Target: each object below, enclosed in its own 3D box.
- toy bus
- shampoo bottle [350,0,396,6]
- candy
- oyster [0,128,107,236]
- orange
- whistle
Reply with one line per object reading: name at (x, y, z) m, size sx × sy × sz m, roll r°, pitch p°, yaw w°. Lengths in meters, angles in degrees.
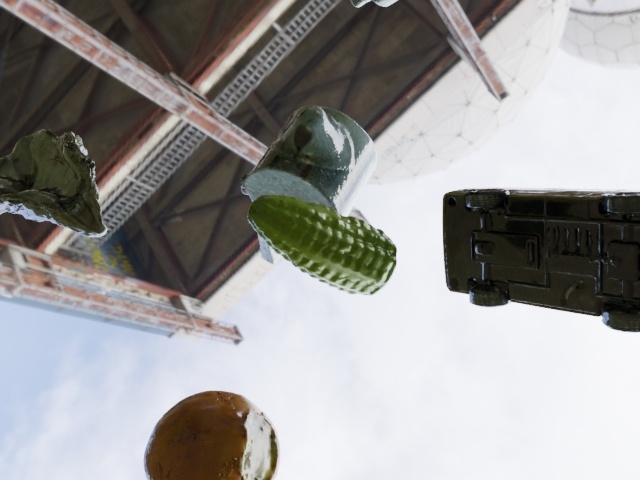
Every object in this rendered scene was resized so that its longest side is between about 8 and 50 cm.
toy bus at (0.355, 0.004, 0.935) m, size 0.365 × 0.202 × 0.176 m, roll 8°, pitch -76°, yaw 49°
shampoo bottle at (0.152, -0.470, 1.134) m, size 0.262 × 0.085 × 0.085 m, roll -22°, pitch -116°, yaw 41°
candy at (0.000, 0.000, 0.838) m, size 0.097 × 0.210 × 0.096 m, roll -37°, pitch -140°, yaw 38°
oyster at (-0.335, -0.080, 0.808) m, size 0.252 × 0.087 × 0.199 m, roll -6°, pitch -142°, yaw 21°
orange at (-0.192, 0.387, 1.202) m, size 0.240 × 0.240 × 0.239 m, roll -10°, pitch -110°, yaw 28°
whistle at (-0.051, -0.096, 1.259) m, size 0.405 × 0.188 × 0.168 m, roll -33°, pitch -157°, yaw 56°
